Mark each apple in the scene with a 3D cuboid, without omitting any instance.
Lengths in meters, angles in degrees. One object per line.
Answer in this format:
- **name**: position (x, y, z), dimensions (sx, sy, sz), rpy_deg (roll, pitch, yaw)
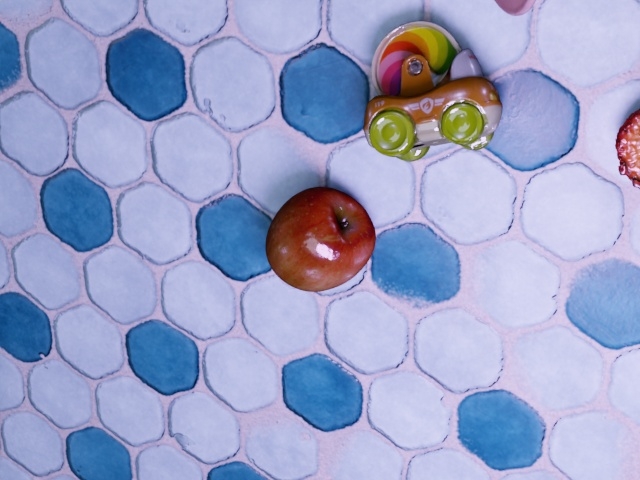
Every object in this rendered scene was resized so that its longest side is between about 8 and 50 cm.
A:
- **apple**: position (0.000, 0.000, 1.509), dimensions (0.181, 0.181, 0.168), rpy_deg (42, 138, 1)

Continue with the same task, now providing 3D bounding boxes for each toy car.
- **toy car**: position (0.175, -0.247, 1.394), dimensions (0.235, 0.145, 0.235), rpy_deg (1, 92, 19)

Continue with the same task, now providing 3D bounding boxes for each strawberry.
- **strawberry**: position (0.526, -0.145, 1.325), dimensions (0.145, 0.086, 0.145), rpy_deg (3, 106, 11)

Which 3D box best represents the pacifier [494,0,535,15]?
- **pacifier**: position (0.275, -0.493, 1.228), dimensions (0.220, 0.273, 0.332), rpy_deg (4, 113, 46)
